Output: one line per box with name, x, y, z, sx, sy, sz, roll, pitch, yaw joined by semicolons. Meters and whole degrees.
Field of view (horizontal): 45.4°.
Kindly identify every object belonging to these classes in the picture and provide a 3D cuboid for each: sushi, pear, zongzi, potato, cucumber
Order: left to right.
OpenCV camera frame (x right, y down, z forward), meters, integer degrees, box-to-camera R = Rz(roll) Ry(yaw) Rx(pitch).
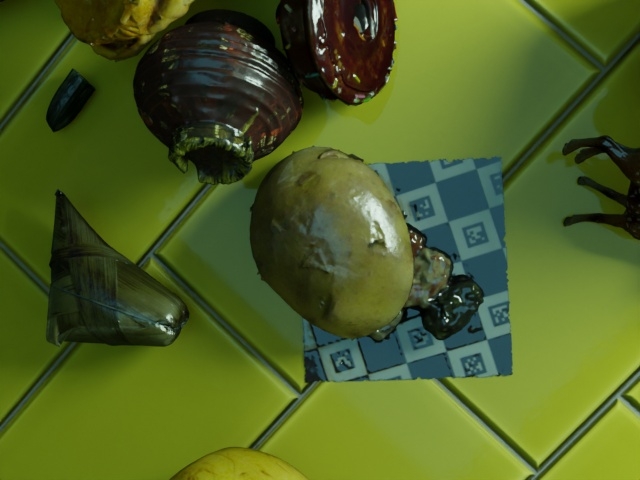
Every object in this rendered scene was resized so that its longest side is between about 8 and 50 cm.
cucumber;-0.406;-0.221;1.223;0.048;0.048;0.105;39;100;6
zongzi;-0.313;0.044;1.183;0.221;0.112;0.242;2;92;11
pear;-0.116;0.438;1.094;0.281;0.281;0.280;0;92;10
potato;0.000;0.000;1.089;0.239;0.116;0.299;-33;79;24
sushi;0.119;0.050;1.129;0.320;0.069;0.339;-2;92;10

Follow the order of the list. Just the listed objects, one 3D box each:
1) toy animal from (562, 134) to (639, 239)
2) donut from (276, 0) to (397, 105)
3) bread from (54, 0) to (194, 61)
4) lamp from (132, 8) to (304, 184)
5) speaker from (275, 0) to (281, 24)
toy animal;0.454;-0.034;1.020;0.260;0.243;0.087;20;65;35
donut;0.027;-0.305;1.064;0.089;0.235;0.235;5;93;34
bread;-0.266;-0.364;1.032;0.236;0.120;0.198;-30;81;32
lamp;-0.145;-0.199;1.088;0.247;0.247;0.246;0;92;10
speaker;-0.020;-0.325;1.138;0.094;0.075;0.060;25;106;-17
